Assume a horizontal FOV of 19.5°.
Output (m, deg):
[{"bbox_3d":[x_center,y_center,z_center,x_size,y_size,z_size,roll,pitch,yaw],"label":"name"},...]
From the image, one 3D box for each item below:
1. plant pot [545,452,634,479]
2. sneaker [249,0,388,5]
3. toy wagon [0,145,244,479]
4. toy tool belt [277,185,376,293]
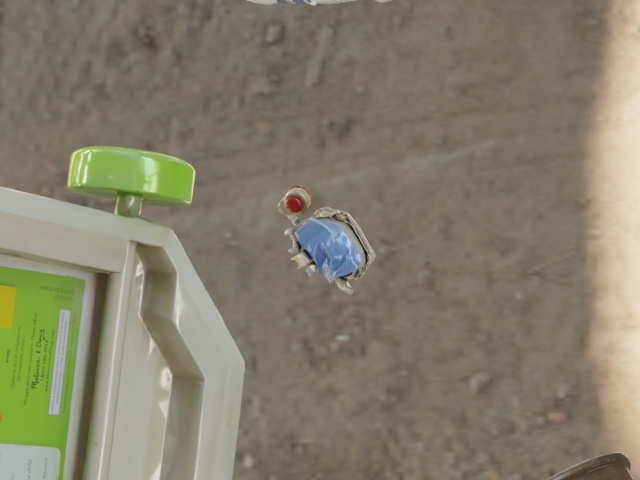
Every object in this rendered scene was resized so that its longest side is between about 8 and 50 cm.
[{"bbox_3d":[0.168,0.244,1.145,0.167,0.167,0.165,-47,64,26],"label":"plant pot"},{"bbox_3d":[-0.016,-0.254,0.859,0.131,0.112,0.297,-9,88,4],"label":"sneaker"},{"bbox_3d":[-0.168,0.078,0.747,0.068,0.344,0.267,0,81,44],"label":"toy wagon"},{"bbox_3d":[0.000,0.000,1.372,0.083,0.051,0.052,45,121,-7],"label":"toy tool belt"}]
